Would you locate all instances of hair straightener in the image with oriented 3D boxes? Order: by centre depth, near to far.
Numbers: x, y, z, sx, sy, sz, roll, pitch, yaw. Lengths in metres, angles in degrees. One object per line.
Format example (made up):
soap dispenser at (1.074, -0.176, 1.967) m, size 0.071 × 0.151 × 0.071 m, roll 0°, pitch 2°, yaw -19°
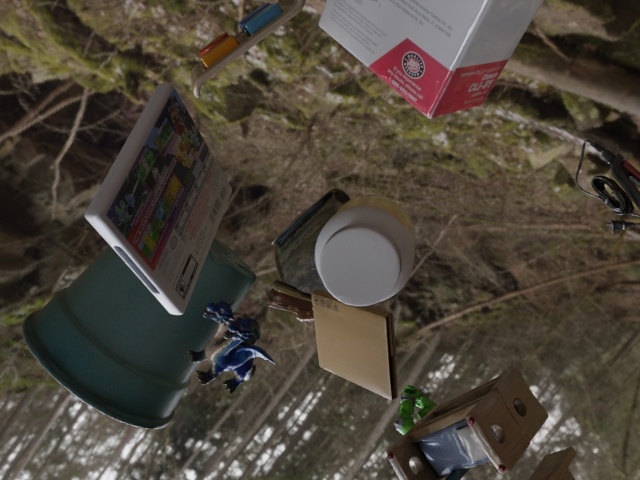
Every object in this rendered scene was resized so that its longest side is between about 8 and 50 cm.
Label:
hair straightener at (0.425, -0.053, 0.825) m, size 0.230 × 0.089 × 0.047 m, roll 59°, pitch -179°, yaw 31°

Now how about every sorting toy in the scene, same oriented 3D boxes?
sorting toy at (-0.121, -0.304, 0.906) m, size 0.038 × 0.208 × 0.193 m, roll 48°, pitch -176°, yaw -24°

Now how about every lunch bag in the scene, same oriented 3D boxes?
lunch bag at (0.000, 0.000, 1.597) m, size 0.169 × 0.235 × 0.287 m, roll 40°, pitch -163°, yaw -32°

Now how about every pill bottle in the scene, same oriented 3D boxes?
pill bottle at (0.057, 0.011, 0.743) m, size 0.118 × 0.117 × 0.208 m, roll 37°, pitch -166°, yaw 0°

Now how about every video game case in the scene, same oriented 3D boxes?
video game case at (-0.174, -0.046, 0.700) m, size 0.023 × 0.201 × 0.183 m, roll 0°, pitch 142°, yaw 20°

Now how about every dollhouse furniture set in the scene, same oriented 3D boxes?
dollhouse furniture set at (0.192, 0.263, 0.653) m, size 0.129 × 0.129 × 0.183 m, roll -19°, pitch -107°, yaw -50°

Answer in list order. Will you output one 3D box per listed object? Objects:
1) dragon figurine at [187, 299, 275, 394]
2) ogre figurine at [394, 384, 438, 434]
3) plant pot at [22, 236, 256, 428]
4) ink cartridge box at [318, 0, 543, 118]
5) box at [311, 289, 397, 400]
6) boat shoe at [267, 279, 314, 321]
dragon figurine at (-0.139, 0.199, 1.095) m, size 0.085 × 0.144 × 0.289 m, roll 59°, pitch -171°, yaw 34°
ogre figurine at (0.246, 0.440, 1.403) m, size 0.118 × 0.097 × 0.197 m, roll -33°, pitch -84°, yaw -42°
plant pot at (-0.325, 0.121, 1.184) m, size 0.341 × 0.334 × 0.341 m, roll 38°, pitch 179°, yaw 0°
ink cartridge box at (0.192, -0.422, 0.882) m, size 0.161 × 0.384 × 0.279 m, roll -20°, pitch -122°, yaw -38°
box at (0.060, 0.189, 1.125) m, size 0.021 × 0.164 × 0.201 m, roll -19°, pitch -160°, yaw -38°
boat shoe at (-0.032, 0.146, 1.315) m, size 0.178 × 0.060 × 0.064 m, roll 24°, pitch -178°, yaw -10°
